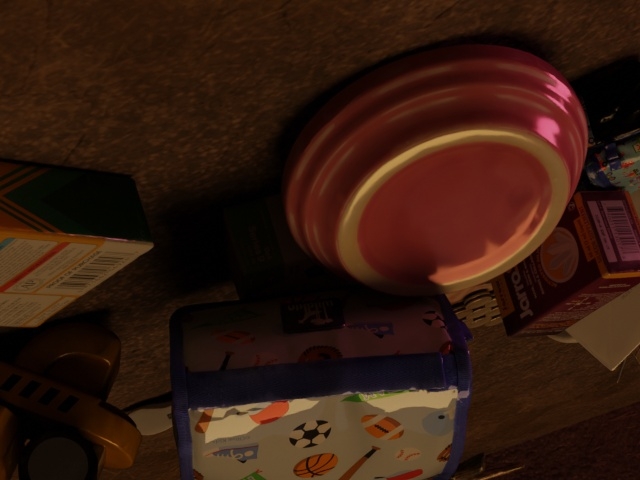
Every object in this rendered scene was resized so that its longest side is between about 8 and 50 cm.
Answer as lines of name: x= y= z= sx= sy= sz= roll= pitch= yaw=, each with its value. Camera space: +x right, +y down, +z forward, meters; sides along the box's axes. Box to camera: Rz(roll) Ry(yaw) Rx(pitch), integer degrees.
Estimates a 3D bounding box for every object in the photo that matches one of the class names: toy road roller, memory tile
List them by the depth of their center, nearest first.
toy road roller: x=-0.383 y=0.206 z=1.788 sx=0.329 sy=0.241 sz=0.202 roll=21 pitch=156 yaw=0
memory tile: x=0.222 y=0.091 z=1.895 sx=0.148 sy=0.012 sz=0.113 roll=-2 pitch=154 yaw=-41

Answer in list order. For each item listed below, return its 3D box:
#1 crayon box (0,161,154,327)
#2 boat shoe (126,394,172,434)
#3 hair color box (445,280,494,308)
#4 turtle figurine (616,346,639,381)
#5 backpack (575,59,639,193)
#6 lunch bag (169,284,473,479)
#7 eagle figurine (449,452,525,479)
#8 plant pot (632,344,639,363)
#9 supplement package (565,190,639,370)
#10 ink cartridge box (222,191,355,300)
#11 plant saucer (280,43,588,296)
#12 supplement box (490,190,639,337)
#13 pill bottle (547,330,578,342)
crayon box: x=-0.348 y=0.005 z=1.365 sx=0.203 sy=0.083 sz=0.323 roll=-32 pitch=158 yaw=33
boat shoe: x=-0.240 y=0.268 z=2.244 sx=0.142 sy=0.049 sz=0.040 roll=-16 pitch=-160 yaw=8
hair color box: x=0.139 y=0.041 z=1.870 sx=0.185 sy=0.114 sz=0.374 roll=-8 pitch=158 yaw=-29
turtle figurine: x=0.527 y=0.134 z=2.004 sx=0.234 sy=0.118 sz=0.175 roll=-55 pitch=136 yaw=1
backpack: x=0.310 y=-0.108 z=1.621 sx=0.173 sy=0.117 sz=0.158 roll=-20 pitch=160 yaw=12
lunch bag: x=-0.008 y=0.178 z=1.631 sx=0.327 sy=0.239 sz=0.385 roll=-5 pitch=166 yaw=-4
eagle figurine: x=0.127 y=0.233 z=2.095 sx=0.226 sy=0.298 sz=0.225 roll=-7 pitch=161 yaw=-33
plant pot: x=0.674 y=0.147 z=2.486 sx=0.254 sy=0.276 sz=0.276 roll=-34 pitch=158 yaw=11
supplement package: x=0.382 y=0.028 z=1.821 sx=0.194 sy=0.149 sz=0.203 roll=-47 pitch=180 yaw=13
ink cartridge box: x=0.000 y=0.000 z=1.660 sx=0.212 sy=0.093 sz=0.154 roll=-16 pitch=160 yaw=-9
plant saucer: x=0.127 y=-0.052 z=1.484 sx=0.332 sy=0.084 sz=0.332 roll=-10 pitch=138 yaw=-9
supplement box: x=0.283 y=0.029 z=1.638 sx=0.080 sy=0.104 sz=0.188 roll=-2 pitch=155 yaw=-33
pill bottle: x=0.462 y=0.050 z=2.097 sx=0.318 sy=0.176 sz=0.176 roll=-4 pitch=156 yaw=-36
